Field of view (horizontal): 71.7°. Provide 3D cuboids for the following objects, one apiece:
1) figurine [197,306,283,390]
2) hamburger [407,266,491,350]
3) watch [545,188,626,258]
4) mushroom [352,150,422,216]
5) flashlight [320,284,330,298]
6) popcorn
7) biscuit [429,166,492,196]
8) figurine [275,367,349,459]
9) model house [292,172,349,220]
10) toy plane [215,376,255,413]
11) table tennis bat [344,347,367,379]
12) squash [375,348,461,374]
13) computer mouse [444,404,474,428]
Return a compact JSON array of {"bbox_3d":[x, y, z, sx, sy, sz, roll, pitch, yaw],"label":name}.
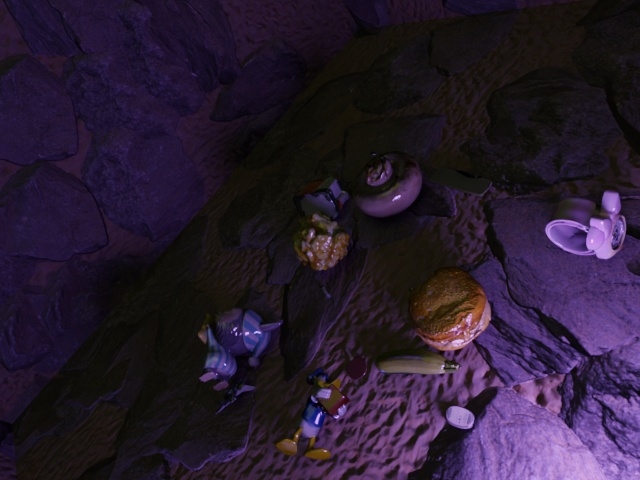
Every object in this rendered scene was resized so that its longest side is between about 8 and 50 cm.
[{"bbox_3d":[-0.361,0.454,2.065,0.377,0.266,0.361,-27,40,18],"label":"figurine"},{"bbox_3d":[0.461,0.245,1.628,0.289,0.170,0.314,-36,38,4],"label":"hamburger"},{"bbox_3d":[0.874,-0.047,1.484,0.217,0.248,0.211,16,67,50],"label":"watch"},{"bbox_3d":[0.308,-0.292,2.157,0.362,0.294,0.362,-22,45,23],"label":"mushroom"},{"bbox_3d":[0.021,0.246,2.127,0.018,0.018,0.083,-41,38,4],"label":"flashlight"},{"bbox_3d":[0.001,-0.001,2.167,0.278,0.275,0.335,8,10,4],"label":"popcorn"},{"bbox_3d":[0.649,-0.274,2.054,0.099,0.038,0.322,-52,40,-7],"label":"biscuit"},{"bbox_3d":[-0.014,0.614,1.688,0.283,0.204,0.338,-52,18,30],"label":"figurine"},{"bbox_3d":[0.040,-0.260,2.491,0.271,0.190,0.301,-5,36,43],"label":"model house"},{"bbox_3d":[-0.414,0.708,2.027,0.234,0.082,0.160,-36,12,8],"label":"toy plane"},{"bbox_3d":[0.135,0.498,1.803,0.087,0.013,0.156,-42,40,5],"label":"table tennis bat"},{"bbox_3d":[0.350,0.440,1.612,0.340,0.094,0.095,-11,48,37],"label":"squash"},{"bbox_3d":[0.451,0.574,1.437,0.096,0.039,0.066,7,60,35],"label":"computer mouse"}]
